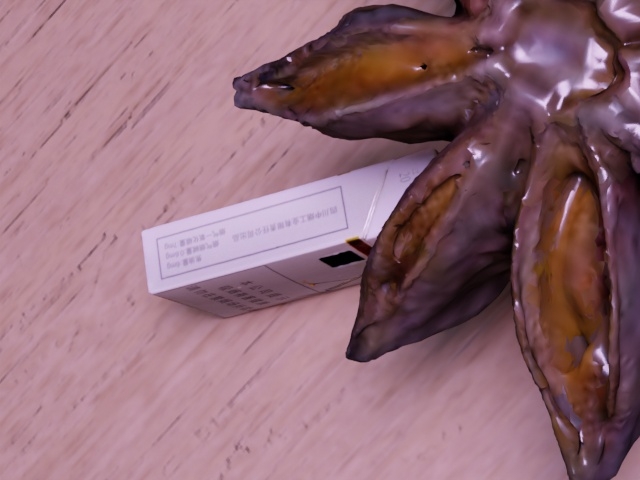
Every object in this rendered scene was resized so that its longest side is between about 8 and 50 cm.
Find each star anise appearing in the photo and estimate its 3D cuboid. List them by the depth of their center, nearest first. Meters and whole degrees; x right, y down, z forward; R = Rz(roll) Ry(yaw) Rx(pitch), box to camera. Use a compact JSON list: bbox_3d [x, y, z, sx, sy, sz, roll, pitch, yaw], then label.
[{"bbox_3d":[0.115,-0.069,0.503,0.331,0.117,0.332,6,101,34],"label":"star anise"}]

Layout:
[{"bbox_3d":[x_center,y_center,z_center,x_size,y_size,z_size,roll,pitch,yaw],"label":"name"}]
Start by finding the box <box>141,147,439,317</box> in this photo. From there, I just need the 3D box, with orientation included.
[{"bbox_3d":[0.000,-0.001,0.659,0.154,0.084,0.040,-14,71,19],"label":"box"}]
